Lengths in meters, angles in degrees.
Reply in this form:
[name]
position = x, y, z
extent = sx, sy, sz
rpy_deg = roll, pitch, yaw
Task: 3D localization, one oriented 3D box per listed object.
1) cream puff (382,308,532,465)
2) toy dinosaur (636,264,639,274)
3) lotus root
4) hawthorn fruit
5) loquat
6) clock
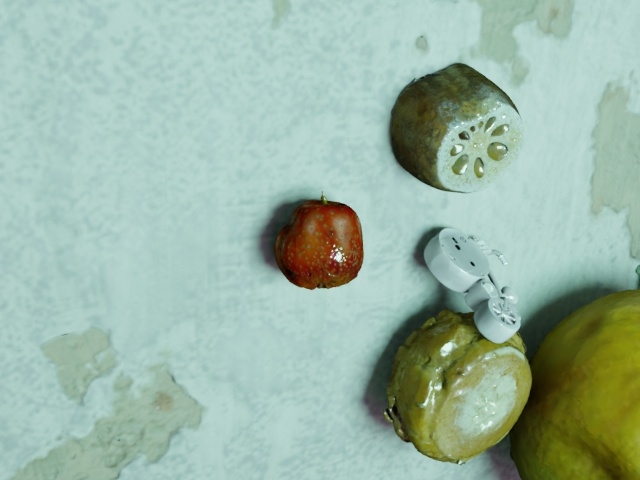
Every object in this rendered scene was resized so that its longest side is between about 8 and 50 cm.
[cream puff]
position = 0.138, 0.145, 1.053
extent = 0.165, 0.115, 0.150
rpy_deg = -30, 122, -14
[toy dinosaur]
position = 0.398, 0.055, 1.208
extent = 0.037, 0.058, 0.180
rpy_deg = -12, 103, -33
[lotus root]
position = 0.134, -0.099, 0.976
extent = 0.122, 0.081, 0.112
rpy_deg = -26, 129, -17
[hawthorn fruit]
position = 0.000, 0.000, 0.938
extent = 0.093, 0.093, 0.093
rpy_deg = -12, 116, -25
[loquat]
position = 0.349, 0.195, 1.098
extent = 0.276, 0.276, 0.284
rpy_deg = -10, 128, -25
[clock]
position = 0.160, 0.044, 1.023
extent = 0.087, 0.129, 0.041
rpy_deg = -3, 142, -47
